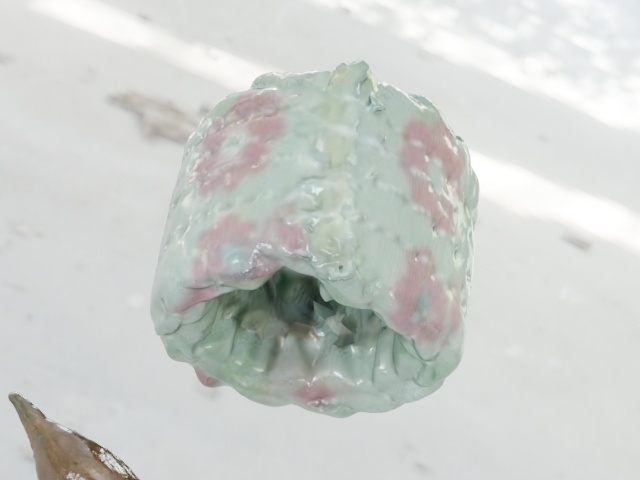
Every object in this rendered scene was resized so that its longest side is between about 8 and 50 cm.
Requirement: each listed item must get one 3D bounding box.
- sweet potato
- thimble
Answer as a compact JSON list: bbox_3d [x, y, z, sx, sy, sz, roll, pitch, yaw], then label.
[{"bbox_3d":[-0.119,0.121,0.916,0.117,0.049,0.049,51,29,7],"label":"sweet potato"},{"bbox_3d":[0.000,0.000,1.081,0.185,0.211,0.149,9,61,0],"label":"thimble"}]
